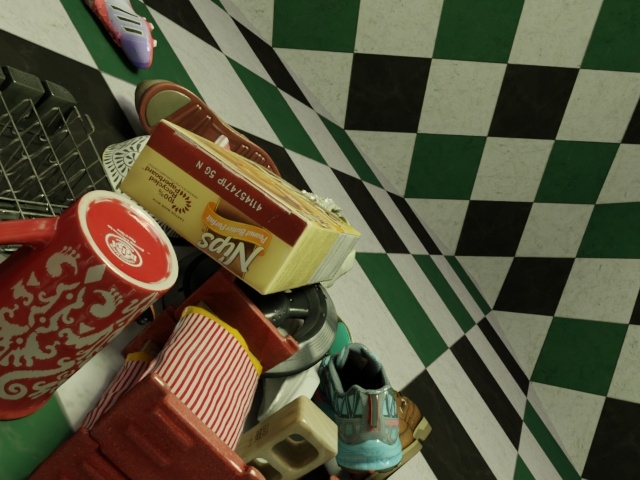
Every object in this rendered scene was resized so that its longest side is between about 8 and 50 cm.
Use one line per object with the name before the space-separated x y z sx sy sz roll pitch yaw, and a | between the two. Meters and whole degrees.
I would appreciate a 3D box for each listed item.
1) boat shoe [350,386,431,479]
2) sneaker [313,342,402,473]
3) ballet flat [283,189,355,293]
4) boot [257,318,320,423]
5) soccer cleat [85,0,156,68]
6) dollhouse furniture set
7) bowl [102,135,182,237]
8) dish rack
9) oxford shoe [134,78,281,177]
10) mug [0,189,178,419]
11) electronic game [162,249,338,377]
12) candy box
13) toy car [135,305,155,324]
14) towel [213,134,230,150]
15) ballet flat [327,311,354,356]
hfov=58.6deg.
boat shoe | 0.087 0.292 0.865 0.105 0.110 0.307 54 7 15
sneaker | 0.053 0.189 0.758 0.262 0.103 0.125 -138 -132 -76
ballet flat | 0.000 0.000 1.052 0.147 0.147 0.409 48 15 -18
boot | -0.067 0.156 0.762 0.123 0.095 0.258 39 15 -4
soccer cleat | -0.383 -0.417 1.062 0.095 0.083 0.248 -10 66 -39
dollhouse furniture set | -0.043 0.231 0.531 0.374 0.152 0.201 49 18 -15
bowl | -0.220 -0.095 0.828 0.170 0.080 0.170 47 17 -19
dish rack | -0.303 -0.073 0.588 0.272 0.074 0.208 60 19 14
oxford shoe | -0.179 -0.152 0.991 0.348 0.123 0.130 50 -3 -40
mug | -0.210 0.045 0.427 0.113 0.169 0.150 61 18 21
electronic game | -0.087 0.083 0.736 0.229 0.048 0.229 15 34 -10
candy box | -0.068 -0.029 0.677 0.182 0.088 0.316 36 7 11
toy car | -0.199 0.030 0.525 0.041 0.060 0.122 -86 158 -45
towel | -0.147 -0.047 0.867 0.144 0.029 0.197 -84 165 -65
ballet flat | 0.025 0.158 1.027 0.052 0.057 0.168 46 16 -56
